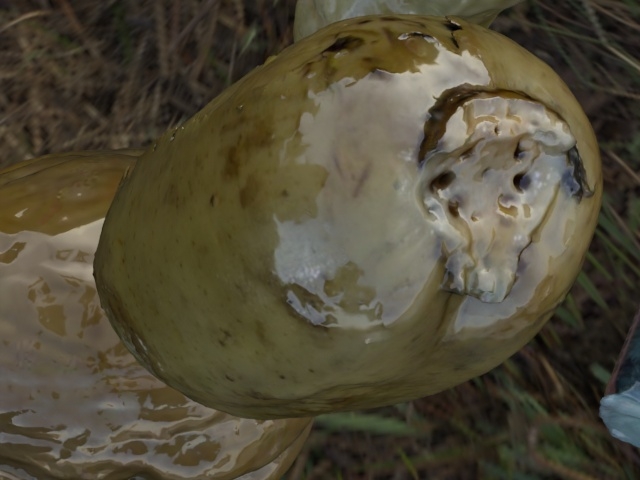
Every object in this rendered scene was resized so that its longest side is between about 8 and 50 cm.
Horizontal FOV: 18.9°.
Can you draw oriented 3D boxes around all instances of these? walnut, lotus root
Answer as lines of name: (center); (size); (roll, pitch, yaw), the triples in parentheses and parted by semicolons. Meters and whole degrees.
walnut: (-0.156, 0.071, 1.395); (0.333, 0.333, 0.332); (0, 100, 0)
lotus root: (0.000, 0.000, 0.772); (0.160, 0.284, 0.146); (19, 73, -24)

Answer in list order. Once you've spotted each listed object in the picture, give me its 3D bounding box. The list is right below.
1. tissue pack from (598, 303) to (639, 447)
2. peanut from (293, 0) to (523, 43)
tissue pack: (0.336, 0.010, 1.218); (0.228, 0.103, 0.315); (20, 70, 15)
peanut: (0.092, -0.225, 1.398); (0.340, 0.158, 0.174); (-44, 68, 44)
